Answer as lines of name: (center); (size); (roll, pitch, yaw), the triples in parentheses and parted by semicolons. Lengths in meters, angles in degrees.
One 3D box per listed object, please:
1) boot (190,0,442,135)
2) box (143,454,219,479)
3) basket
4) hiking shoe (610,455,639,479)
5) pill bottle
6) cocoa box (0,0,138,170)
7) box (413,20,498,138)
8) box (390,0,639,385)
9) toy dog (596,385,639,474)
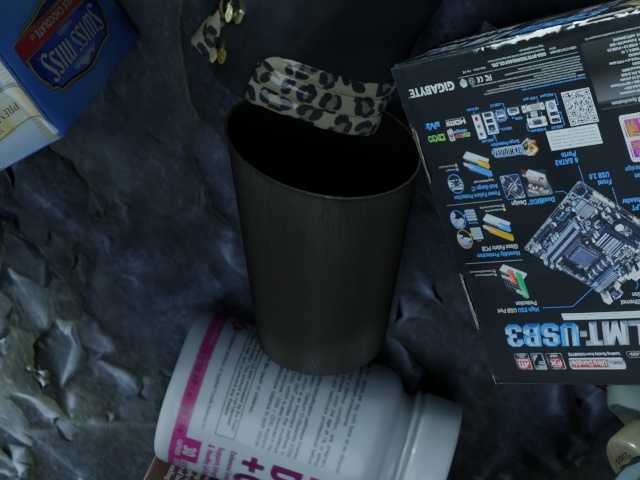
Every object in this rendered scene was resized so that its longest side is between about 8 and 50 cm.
boot: (-0.046, -0.276, 1.150); (0.377, 0.138, 0.284); (26, 124, -1)
box: (-0.007, 0.329, 1.450); (0.381, 0.191, 0.143); (13, 121, 6)
basket: (0.000, 0.000, 1.284); (0.204, 0.154, 0.227); (37, 140, 38)
hiking shoe: (0.232, 0.299, 1.218); (0.113, 0.132, 0.304); (40, 117, -14)
pill bottle: (-0.011, 0.186, 1.384); (0.283, 0.160, 0.160); (17, 121, 2)
cocoa box: (-0.384, -0.156, 1.230); (0.347, 0.231, 0.228); (-25, 112, 24)
box: (0.154, -0.117, 1.220); (0.101, 0.087, 0.102); (33, 120, -7)
box: (0.217, -0.030, 1.064); (0.295, 0.073, 0.293); (-7, 109, 50)
toy dog: (0.293, 0.076, 1.266); (0.161, 0.220, 0.333); (24, 126, 45)
